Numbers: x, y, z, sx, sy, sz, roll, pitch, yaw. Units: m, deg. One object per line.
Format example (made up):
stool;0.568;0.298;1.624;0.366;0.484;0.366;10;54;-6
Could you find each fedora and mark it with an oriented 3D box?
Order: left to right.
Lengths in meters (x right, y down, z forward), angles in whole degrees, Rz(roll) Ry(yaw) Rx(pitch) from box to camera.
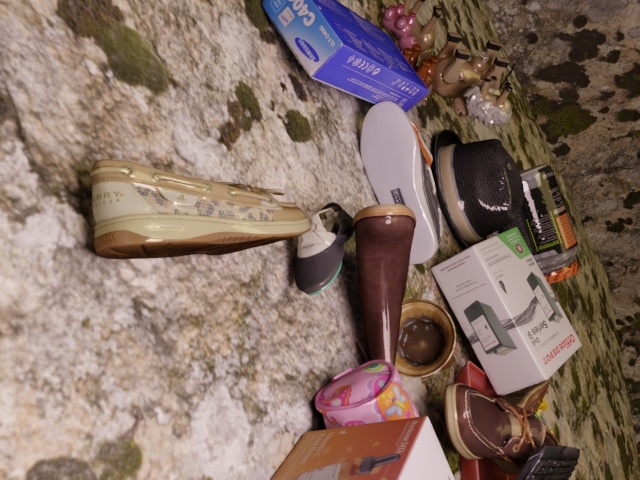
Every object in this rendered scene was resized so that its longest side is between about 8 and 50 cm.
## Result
fedora;0.398;-0.134;1.486;0.334;0.153;0.333;34;46;-45

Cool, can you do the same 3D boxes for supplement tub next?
supplement tub;0.604;-0.041;1.730;0.194;0.194;0.315;-22;94;-60

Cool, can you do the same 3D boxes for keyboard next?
keyboard;0.376;0.447;1.068;0.201;0.033;0.317;-57;142;3

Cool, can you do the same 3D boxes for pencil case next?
pencil case;0.095;0.302;0.798;0.284;0.124;0.124;66;31;-12

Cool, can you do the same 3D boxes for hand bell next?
hand bell;0.194;0.192;1.051;0.242;0.126;0.126;42;40;-58

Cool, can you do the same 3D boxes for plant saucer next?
plant saucer;0.330;0.398;1.189;0.259;0.048;0.258;38;44;-42

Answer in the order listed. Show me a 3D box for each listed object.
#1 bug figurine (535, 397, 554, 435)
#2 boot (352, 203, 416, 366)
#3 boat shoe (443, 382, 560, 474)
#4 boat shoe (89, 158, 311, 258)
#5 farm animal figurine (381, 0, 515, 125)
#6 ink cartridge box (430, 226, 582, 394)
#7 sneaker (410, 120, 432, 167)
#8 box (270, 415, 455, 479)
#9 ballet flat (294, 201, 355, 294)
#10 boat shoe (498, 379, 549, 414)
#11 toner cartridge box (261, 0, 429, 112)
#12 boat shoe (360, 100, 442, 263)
bug figurine;0.478;0.375;1.392;0.216;0.072;0.278;58;25;-50
boot;0.095;0.075;0.865;0.248;0.090;0.206;82;6;-70
boat shoe;0.323;0.323;1.050;0.342;0.123;0.123;41;42;-41
boat shoe;-0.110;-0.034;0.652;0.285;0.105;0.089;-2;79;-58
farm animal figurine;0.265;-0.388;1.381;0.327;0.172;0.330;18;46;-4
ink cartridge box;0.387;0.139;1.261;0.211;0.122;0.289;-18;77;-47
sneaker;0.178;-0.191;1.251;0.175;0.064;0.067;44;52;-32
box;0.040;0.273;0.663;0.130;0.171;0.091;-38;107;-59
ballet flat;0.000;0.000;0.849;0.074;0.074;0.203;62;26;-16
boat shoe;0.417;0.327;1.251;0.178;0.064;0.060;-22;104;-44
toner cartridge box;0.059;-0.330;1.072;0.348;0.075;0.165;0;53;-58
boat shoe;0.162;-0.111;1.136;0.102;0.108;0.301;-29;102;-59
